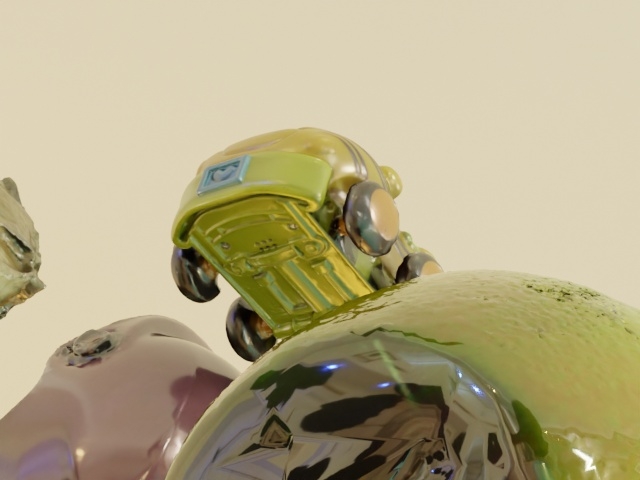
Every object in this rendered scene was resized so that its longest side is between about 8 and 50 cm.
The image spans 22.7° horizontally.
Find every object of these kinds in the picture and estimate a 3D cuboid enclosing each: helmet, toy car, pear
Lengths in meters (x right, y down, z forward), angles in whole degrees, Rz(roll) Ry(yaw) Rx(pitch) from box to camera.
[{"bbox_3d":[-0.131,0.213,1.326,0.197,0.338,0.271,1,-60,47],"label":"helmet"},{"bbox_3d":[0.000,0.000,1.300,0.200,0.142,0.248,-12,-48,30],"label":"toy car"},{"bbox_3d":[0.054,0.170,0.899,0.399,0.399,0.165,-24,-33,14],"label":"pear"}]

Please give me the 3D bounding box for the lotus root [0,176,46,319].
[{"bbox_3d":[-0.173,-0.014,0.605,0.070,0.143,0.144,-36,-48,12],"label":"lotus root"}]
